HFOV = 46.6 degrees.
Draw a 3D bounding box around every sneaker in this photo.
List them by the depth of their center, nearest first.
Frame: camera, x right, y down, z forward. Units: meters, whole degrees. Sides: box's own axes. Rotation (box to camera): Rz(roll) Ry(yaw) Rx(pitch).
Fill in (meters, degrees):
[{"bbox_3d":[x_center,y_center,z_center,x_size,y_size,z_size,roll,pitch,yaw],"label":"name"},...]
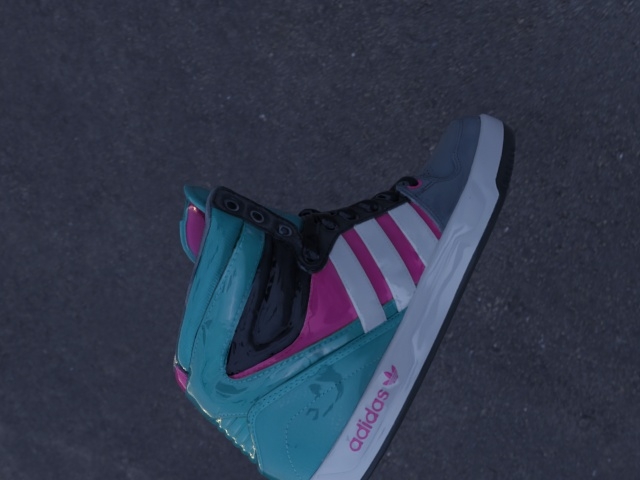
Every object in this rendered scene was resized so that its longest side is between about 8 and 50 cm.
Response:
[{"bbox_3d":[0.000,0.000,0.480,0.178,0.295,0.124,30,150,2],"label":"sneaker"}]
